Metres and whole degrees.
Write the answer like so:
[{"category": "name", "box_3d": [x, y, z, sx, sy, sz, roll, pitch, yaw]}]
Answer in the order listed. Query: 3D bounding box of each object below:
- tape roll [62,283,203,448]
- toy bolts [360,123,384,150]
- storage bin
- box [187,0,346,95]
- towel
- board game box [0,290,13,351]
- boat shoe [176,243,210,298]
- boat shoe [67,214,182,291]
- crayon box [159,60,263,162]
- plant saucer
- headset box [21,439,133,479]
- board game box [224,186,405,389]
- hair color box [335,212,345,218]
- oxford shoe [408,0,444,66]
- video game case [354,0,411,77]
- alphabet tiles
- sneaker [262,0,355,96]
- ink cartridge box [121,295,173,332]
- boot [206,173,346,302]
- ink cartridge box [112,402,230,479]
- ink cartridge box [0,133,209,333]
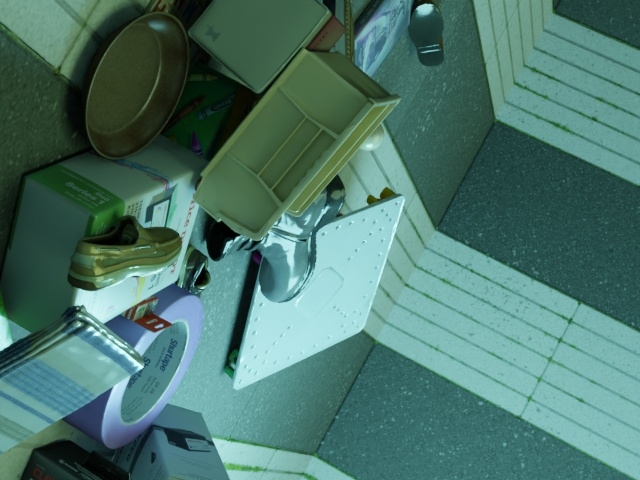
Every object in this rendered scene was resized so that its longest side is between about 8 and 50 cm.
[{"category": "tape roll", "box_3d": [-0.298, 0.189, 1.953, 0.275, 0.090, 0.275, -54, 163, -26]}, {"category": "toy bolts", "box_3d": [0.010, -0.175, 2.202, 0.228, 0.158, 0.218, -35, 149, -59]}, {"category": "storage bin", "box_3d": [-0.031, -0.135, 1.723, 0.260, 0.123, 0.262, -50, 177, 14]}, {"category": "box", "box_3d": [-0.066, -0.287, 1.686, 0.148, 0.127, 0.232, -48, 177, 8]}, {"category": "towel", "box_3d": [-0.373, 0.188, 1.530, 0.285, 0.034, 0.209, -31, 153, 2]}, {"category": "board game box", "box_3d": [-0.438, 0.159, 1.549, 0.124, 0.039, 0.259, -51, 158, -33]}, {"category": "boat shoe", "box_3d": [-0.213, 0.067, 2.092, 0.056, 0.049, 0.152, -55, 163, -27]}, {"category": "boat shoe", "box_3d": [-0.228, 0.004, 1.487, 0.190, 0.068, 0.072, -29, 131, -60]}, {"category": "crayon box", "box_3d": [-0.148, -0.158, 1.852, 0.165, 0.081, 0.278, -63, 167, 4]}, {"category": "plant saucer", "box_3d": [-0.240, -0.200, 1.555, 0.198, 0.036, 0.199, -46, 151, -35]}, {"category": "headset box", "box_3d": [-0.379, 0.468, 1.911, 0.293, 0.218, 0.110, -64, 162, 9]}, {"category": "board game box", "box_3d": [-0.016, 0.096, 2.567, 0.390, 0.050, 0.390, -22, 140, -39]}, {"category": "hair color box", "box_3d": [0.000, 0.000, 2.628, 0.141, 0.072, 0.043, -66, 164, 12]}, {"category": "oxford shoe", "box_3d": [0.227, -0.460, 2.639, 0.212, 0.076, 0.076, 74, 16, -65]}, {"category": "video game case", "box_3d": [0.103, -0.394, 2.395, 0.274, 0.026, 0.196, -55, 163, -24]}, {"category": "alphabet tiles", "box_3d": [-0.174, -0.305, 1.676, 0.198, 0.009, 0.237, -60, 165, -7]}, {"category": "sneaker", "box_3d": [-0.022, -0.305, 2.042, 0.099, 0.153, 0.282, 64, 25, -68]}, {"category": "ink cartridge box", "box_3d": [-0.274, 0.093, 1.817, 0.029, 0.115, 0.063, -67, 164, 16]}, {"category": "boot", "box_3d": [-0.110, 0.001, 2.176, 0.222, 0.118, 0.338, -15, 143, -34]}, {"category": "ink cartridge box", "box_3d": [-0.271, 0.437, 2.095, 0.223, 0.129, 0.307, -65, -158, 10]}, {"category": "ink cartridge box", "box_3d": [-0.280, -0.010, 1.619, 0.278, 0.117, 0.201, -34, 147, -59]}]
